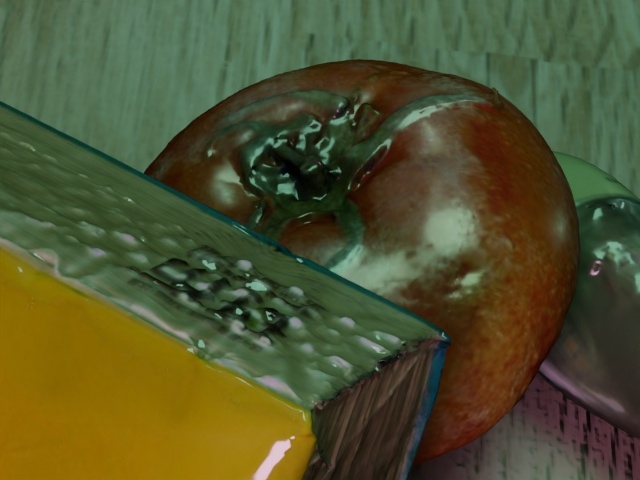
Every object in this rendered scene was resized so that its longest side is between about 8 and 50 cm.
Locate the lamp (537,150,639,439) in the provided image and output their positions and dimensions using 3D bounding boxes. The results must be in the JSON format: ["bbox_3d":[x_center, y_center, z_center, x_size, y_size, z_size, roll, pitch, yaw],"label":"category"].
[{"bbox_3d":[0.131,0.022,0.976,0.101,0.101,0.250,-14,44,-22],"label":"lamp"}]

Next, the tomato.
[{"bbox_3d":[0.000,0.000,0.925,0.237,0.095,0.236,-13,50,16],"label":"tomato"}]

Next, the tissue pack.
[{"bbox_3d":[-0.108,0.072,0.812,0.271,0.192,0.134,26,27,21],"label":"tissue pack"}]
